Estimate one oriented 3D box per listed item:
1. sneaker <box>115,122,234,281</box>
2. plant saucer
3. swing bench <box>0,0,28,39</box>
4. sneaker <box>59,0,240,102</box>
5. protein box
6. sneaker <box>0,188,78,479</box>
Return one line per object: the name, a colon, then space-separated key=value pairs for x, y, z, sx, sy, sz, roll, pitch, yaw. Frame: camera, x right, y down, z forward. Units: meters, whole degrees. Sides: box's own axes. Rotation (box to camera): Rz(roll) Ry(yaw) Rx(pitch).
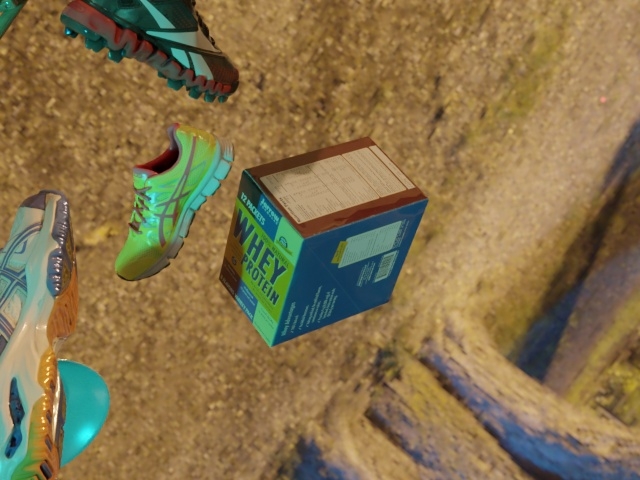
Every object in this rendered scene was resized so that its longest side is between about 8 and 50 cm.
sneaker: x=-0.195 y=-0.050 z=1.204 sx=0.094 sy=0.081 sz=0.208 roll=31 pitch=91 yaw=-36
plant saucer: x=-0.321 y=0.186 z=1.074 sx=0.195 sy=0.037 sz=0.195 roll=-20 pitch=137 yaw=-20
swing bench: x=-0.467 y=-0.380 z=1.307 sx=0.254 sy=0.165 sz=0.253 roll=-42 pitch=157 yaw=-2
sneaker: x=-0.185 y=-0.264 z=1.261 sx=0.276 sy=0.097 sz=0.135 roll=21 pitch=100 yaw=-50
protein box: x=0.000 y=0.000 z=1.319 sx=0.201 sy=0.136 sz=0.200 roll=-18 pitch=142 yaw=-33
sneaker: x=-0.277 y=0.069 z=0.852 sx=0.131 sy=0.296 sz=0.112 roll=-1 pitch=137 yaw=-3
